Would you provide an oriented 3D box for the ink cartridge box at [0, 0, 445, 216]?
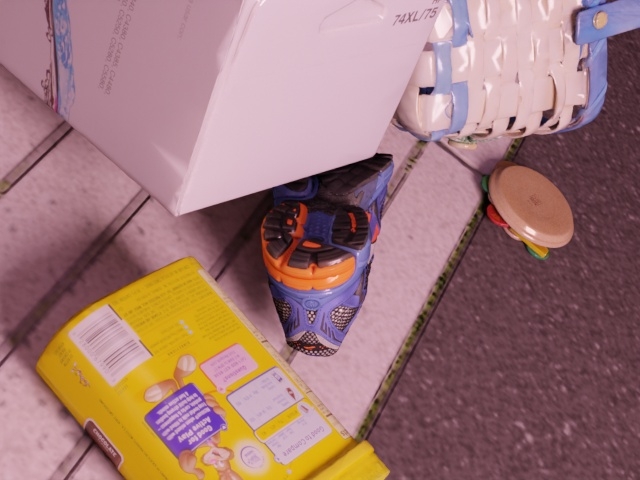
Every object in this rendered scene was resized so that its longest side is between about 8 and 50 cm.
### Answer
[{"bbox_3d":[-0.083,-0.185,0.921,0.270,0.197,0.198,40,36,25],"label":"ink cartridge box"}]

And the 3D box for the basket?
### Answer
[{"bbox_3d":[0.120,-0.184,1.095,0.289,0.201,0.254,-24,30,-29],"label":"basket"}]

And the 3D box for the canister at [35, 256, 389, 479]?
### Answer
[{"bbox_3d":[-0.060,0.100,0.818,0.170,0.073,0.126,48,39,11],"label":"canister"}]

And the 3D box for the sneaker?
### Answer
[{"bbox_3d":[0.000,0.000,0.965,0.083,0.087,0.221,7,25,8],"label":"sneaker"}]

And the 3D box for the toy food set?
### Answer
[{"bbox_3d":[0.161,-0.026,1.156,0.083,0.020,0.082,42,39,1],"label":"toy food set"}]
